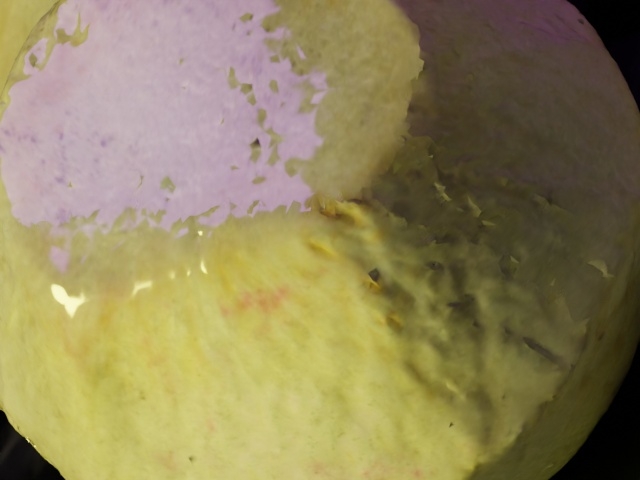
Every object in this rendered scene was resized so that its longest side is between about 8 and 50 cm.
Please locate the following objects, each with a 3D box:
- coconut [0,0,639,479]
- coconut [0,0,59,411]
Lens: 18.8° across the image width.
[{"bbox_3d":[0.000,0.000,0.726,0.259,0.259,0.259,-42,30,31],"label":"coconut"},{"bbox_3d":[-0.161,-0.122,1.019,0.415,0.344,0.415,-3,82,21],"label":"coconut"}]
